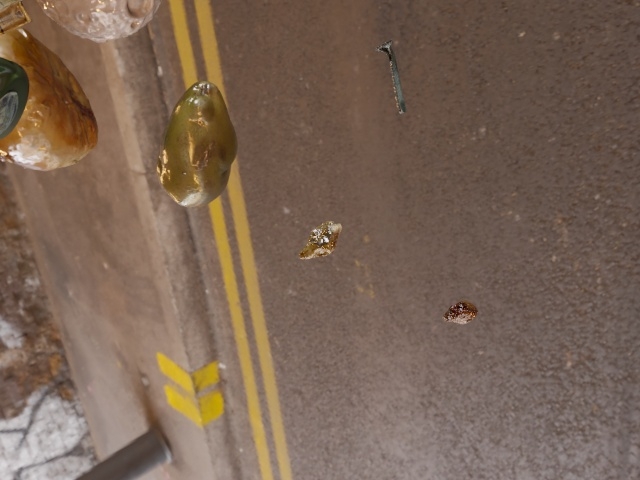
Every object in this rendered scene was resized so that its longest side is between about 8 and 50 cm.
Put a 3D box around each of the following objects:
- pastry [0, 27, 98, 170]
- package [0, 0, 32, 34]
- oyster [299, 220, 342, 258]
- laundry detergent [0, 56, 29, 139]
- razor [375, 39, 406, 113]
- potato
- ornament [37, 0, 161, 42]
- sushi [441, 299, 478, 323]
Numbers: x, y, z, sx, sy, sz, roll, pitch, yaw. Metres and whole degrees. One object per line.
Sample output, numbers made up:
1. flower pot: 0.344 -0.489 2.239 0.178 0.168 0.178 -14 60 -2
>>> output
1. pastry: -0.773 -0.354 1.708 0.409 0.245 0.409 62 -172 -16
2. package: -0.574 -0.382 1.130 0.071 0.131 0.047 50 164 35
3. oyster: 0.002 0.002 1.207 0.051 0.093 0.034 29 175 24
4. laundry detergent: -0.468 -0.176 0.841 0.063 0.211 0.137 37 109 0
5. razor: 0.199 -0.431 1.734 0.066 0.033 0.189 -11 95 54
6. potato: -0.329 -0.255 1.748 0.203 0.218 0.350 27 124 20
7. ornament: -0.565 -0.682 1.685 0.337 0.337 0.336 31 133 41
8. sushi: 0.322 0.164 1.502 0.047 0.050 0.099 25 143 -19
